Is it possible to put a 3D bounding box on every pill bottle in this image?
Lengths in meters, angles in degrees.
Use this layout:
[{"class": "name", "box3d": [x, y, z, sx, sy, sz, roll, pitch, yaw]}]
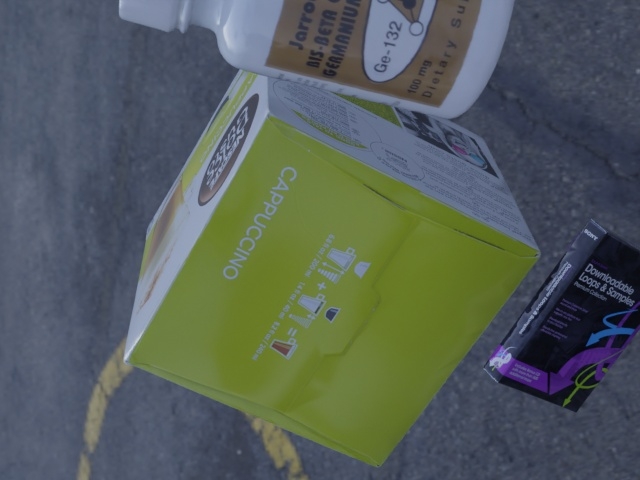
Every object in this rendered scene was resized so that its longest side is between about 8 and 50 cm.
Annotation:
[{"class": "pill bottle", "box3d": [-0.004, -0.164, 0.630, 0.131, 0.229, 0.131, -168, 90, -80]}]

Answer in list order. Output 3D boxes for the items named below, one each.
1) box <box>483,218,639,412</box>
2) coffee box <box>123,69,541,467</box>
[{"class": "box", "box3d": [0.233, 0.071, 0.884, 0.162, 0.116, 0.029, -58, 35, 12]}, {"class": "coffee box", "box3d": [0.000, 0.000, 1.202, 0.337, 0.338, 0.334, -57, 17, 22]}]
